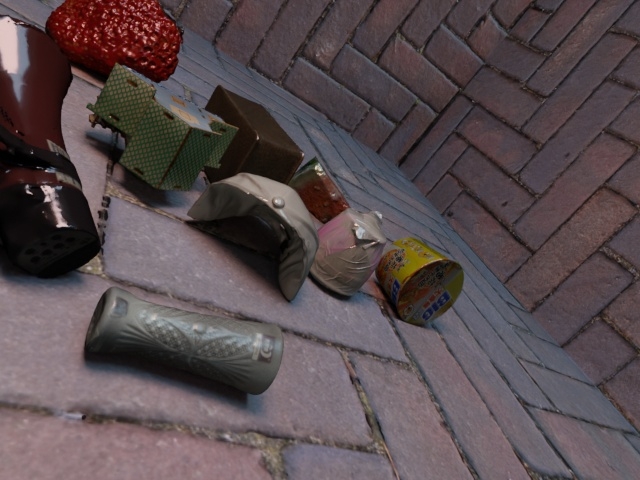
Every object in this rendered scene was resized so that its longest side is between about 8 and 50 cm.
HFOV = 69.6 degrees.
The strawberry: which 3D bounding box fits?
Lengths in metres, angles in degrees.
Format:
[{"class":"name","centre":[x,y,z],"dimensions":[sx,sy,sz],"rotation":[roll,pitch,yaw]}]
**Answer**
[{"class":"strawberry","centre":[-0.505,-0.520,1.159],"dimensions":[0.261,0.261,0.258],"rotation":[45,14,16]}]

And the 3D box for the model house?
[{"class":"model house","centre":[-0.291,-0.185,0.865],"dimensions":[0.271,0.178,0.206],"rotation":[26,17,-38]}]

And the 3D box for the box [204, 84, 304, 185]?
[{"class":"box","centre":[-0.191,-0.224,1.125],"dimensions":[0.143,0.184,0.273],"rotation":[12,32,-44]}]

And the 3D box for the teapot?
[{"class":"teapot","centre":[0.080,0.021,1.068],"dimensions":[0.222,0.178,0.163],"rotation":[11,34,-54]}]

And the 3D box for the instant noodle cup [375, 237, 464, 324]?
[{"class":"instant noodle cup","centre":[0.249,0.092,1.199],"dimensions":[0.205,0.205,0.153],"rotation":[23,19,-37]}]

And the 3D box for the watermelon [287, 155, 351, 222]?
[{"class":"watermelon","centre":[0.022,-0.121,1.385],"dimensions":[0.256,0.140,0.193],"rotation":[47,15,-4]}]

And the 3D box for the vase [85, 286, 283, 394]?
[{"class":"vase","centre":[-0.162,0.122,0.565],"dimensions":[0.219,0.096,0.096],"rotation":[23,25,-30]}]

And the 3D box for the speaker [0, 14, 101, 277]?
[{"class":"speaker","centre":[-0.377,-0.142,0.561],"dimensions":[0.198,0.259,0.329],"rotation":[-20,59,-28]}]

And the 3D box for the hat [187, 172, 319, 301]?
[{"class":"hat","centre":[-0.090,-0.045,0.936],"dimensions":[0.258,0.168,0.301],"rotation":[41,16,-4]}]
